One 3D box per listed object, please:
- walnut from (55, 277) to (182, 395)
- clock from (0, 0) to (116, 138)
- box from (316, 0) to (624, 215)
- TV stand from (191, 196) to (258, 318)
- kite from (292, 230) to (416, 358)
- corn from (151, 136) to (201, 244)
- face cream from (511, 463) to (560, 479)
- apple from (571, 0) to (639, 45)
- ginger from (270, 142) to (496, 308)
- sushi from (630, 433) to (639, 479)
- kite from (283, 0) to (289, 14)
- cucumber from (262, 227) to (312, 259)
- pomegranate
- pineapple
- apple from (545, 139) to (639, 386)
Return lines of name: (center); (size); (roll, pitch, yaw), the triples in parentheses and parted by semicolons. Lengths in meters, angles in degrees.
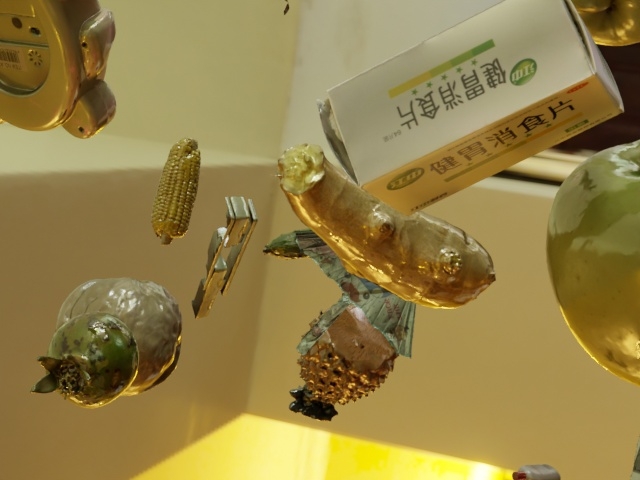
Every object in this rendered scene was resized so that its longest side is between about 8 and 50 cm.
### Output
walnut: (-0.382, 0.187, 2.236); (0.248, 0.248, 0.248); (10, -90, -71)
clock: (-0.414, -0.300, 1.626); (0.114, 0.284, 0.309); (-51, -37, -46)
box: (0.185, -0.169, 1.446); (0.173, 0.332, 0.145); (26, -138, -62)
TV stand: (-0.134, 0.027, 1.558); (0.249, 0.042, 0.036); (117, 140, -51)
kite: (0.066, 0.088, 2.152); (0.314, 0.335, 0.011); (-44, -22, -3)
corn: (-0.334, -0.114, 2.728); (0.097, 0.097, 0.262); (32, -110, -70)
face cream: (0.311, 0.341, 1.698); (0.083, 0.040, 0.021); (7, -70, -38)
apple: (0.395, -0.350, 1.526); (0.200, 0.200, 0.200); (10, -90, -71)
ginger: (0.086, -0.023, 1.733); (0.166, 0.375, 0.236); (-47, 12, 1)
sushi: (0.387, 0.244, 1.199); (0.192, 0.040, 0.210); (152, 138, -70)
kite: (-0.092, -0.420, 1.771); (0.229, 0.016, 0.127); (63, -177, 40)
cucumber: (0.000, 0.000, 2.256); (0.069, 0.227, 0.069); (171, 90, -86)
pomegranate: (-0.378, 0.186, 1.841); (0.220, 0.156, 0.156); (15, -95, -64)
pineapple: (0.025, 0.307, 2.682); (0.357, 0.223, 0.223); (-57, 2, 45)
apple: (0.471, 0.031, 1.527); (0.357, 0.357, 0.357); (10, -90, -71)
